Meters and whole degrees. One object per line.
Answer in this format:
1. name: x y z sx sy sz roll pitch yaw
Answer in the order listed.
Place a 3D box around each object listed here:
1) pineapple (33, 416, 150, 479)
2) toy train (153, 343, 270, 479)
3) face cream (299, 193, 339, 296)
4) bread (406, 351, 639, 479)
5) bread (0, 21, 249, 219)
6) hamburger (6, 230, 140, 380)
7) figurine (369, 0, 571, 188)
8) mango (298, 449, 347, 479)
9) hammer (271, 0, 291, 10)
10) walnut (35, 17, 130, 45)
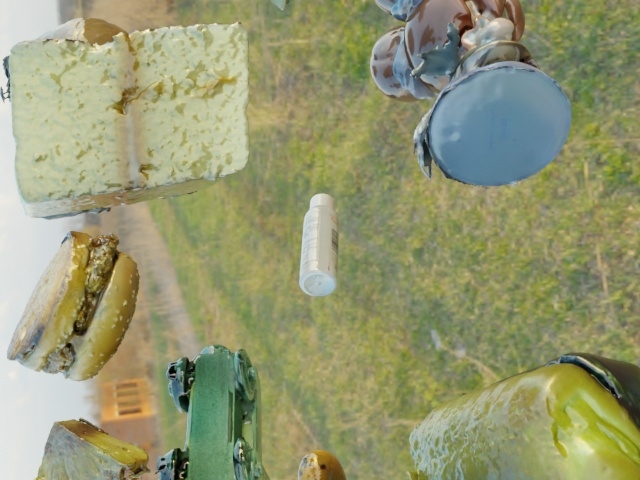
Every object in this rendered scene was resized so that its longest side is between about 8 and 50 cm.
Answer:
1. pineapple: -0.442 0.421 1.508 0.114 0.236 0.186 44 -150 -78
2. toy train: -0.144 0.328 1.250 0.369 0.150 0.237 -97 -10 -56
3. face cream: 0.000 0.000 1.754 0.269 0.082 0.082 -87 6 -46
4. bread: 0.270 0.287 1.038 0.376 0.208 0.251 140 126 -59
5. bread: -0.302 -0.162 1.239 0.405 0.346 0.242 -172 77 -76
6. hamburger: -0.296 0.078 1.010 0.182 0.118 0.191 -13 58 57
7. figurine: 0.195 -0.257 1.183 0.388 0.248 0.276 -90 -2 -47
8. mango: 0.012 0.566 1.848 0.090 0.115 0.178 -20 89 48
9. hammer: 0.016 -0.429 1.239 0.041 0.226 0.159 44 151 20
10. walnut: -0.491 -0.312 1.828 0.398 0.308 0.354 53 -148 -82
